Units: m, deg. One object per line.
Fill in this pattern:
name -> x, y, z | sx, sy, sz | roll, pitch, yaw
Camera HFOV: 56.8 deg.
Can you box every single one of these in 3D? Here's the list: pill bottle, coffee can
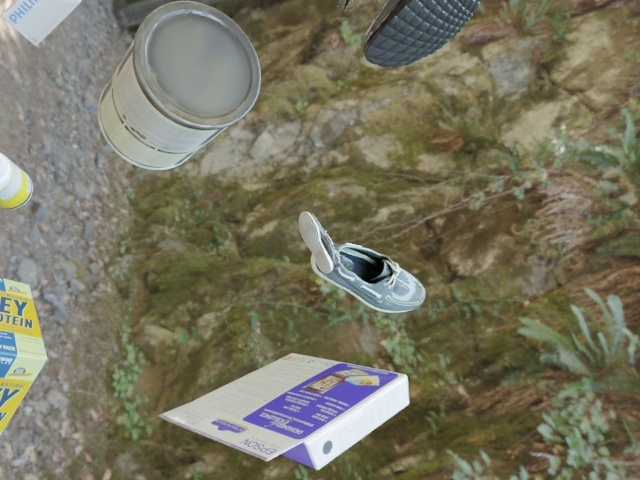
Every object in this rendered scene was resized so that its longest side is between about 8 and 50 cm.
pill bottle -> -0.738, -0.143, 1.344 | 0.184, 0.103, 0.103 | 103, -31, -76
coffee can -> -0.252, -0.249, 1.016 | 0.275, 0.201, 0.201 | -15, -87, 57

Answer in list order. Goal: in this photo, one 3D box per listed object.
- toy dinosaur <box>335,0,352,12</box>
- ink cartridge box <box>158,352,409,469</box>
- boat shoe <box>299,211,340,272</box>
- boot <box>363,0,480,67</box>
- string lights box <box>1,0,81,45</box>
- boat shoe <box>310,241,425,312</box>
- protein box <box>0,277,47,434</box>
toy dinosaur -> -0.043, -0.425, 0.897 | 0.200, 0.296, 0.127 | -16, 119, -54
ink cartridge box -> -0.041, 0.193, 0.672 | 0.206, 0.208, 0.045 | -1, -78, 47
boat shoe -> 0.000, 0.000, 1.131 | 0.046, 0.038, 0.125 | -29, -92, 45
boot -> 0.159, -0.430, 0.841 | 0.338, 0.118, 0.222 | -42, -126, 37
string lights box -> -0.498, -0.488, 1.132 | 0.077, 0.133, 0.259 | 44, 25, -33
boat shoe -> 0.132, 0.087, 1.375 | 0.099, 0.319, 0.116 | -20, -129, 57
protein box -> -0.548, 0.184, 0.915 | 0.136, 0.201, 0.200 | 23, 17, -43
